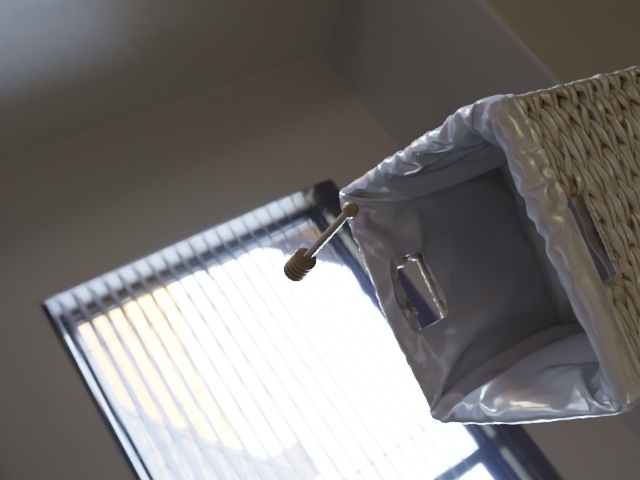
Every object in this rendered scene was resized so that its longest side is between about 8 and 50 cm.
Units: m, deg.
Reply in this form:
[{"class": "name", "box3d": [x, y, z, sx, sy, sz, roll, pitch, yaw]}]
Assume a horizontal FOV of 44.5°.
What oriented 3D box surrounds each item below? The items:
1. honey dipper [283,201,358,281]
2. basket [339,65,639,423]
[{"class": "honey dipper", "box3d": [0.000, 0.000, 0.884, 0.030, 0.030, 0.161, 57, -37, 13]}, {"class": "basket", "box3d": [0.249, 0.009, 0.905, 0.331, 0.266, 0.328, -29, -96, 62]}]
